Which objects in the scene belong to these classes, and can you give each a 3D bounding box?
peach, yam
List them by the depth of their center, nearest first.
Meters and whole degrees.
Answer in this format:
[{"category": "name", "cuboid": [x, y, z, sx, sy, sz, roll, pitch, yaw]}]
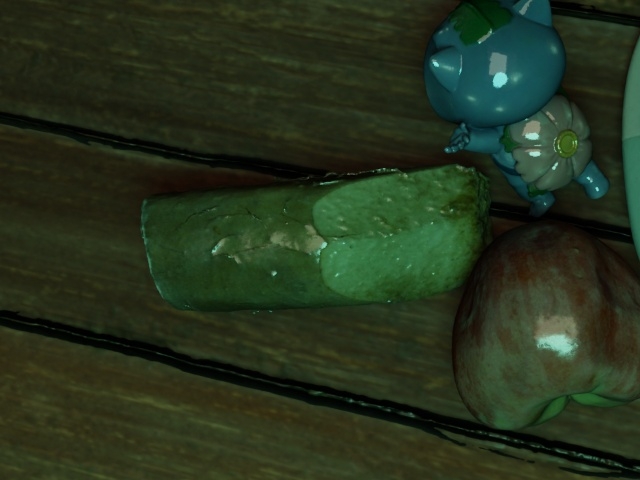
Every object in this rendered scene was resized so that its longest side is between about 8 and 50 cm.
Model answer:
[{"category": "peach", "cuboid": [0.166, 0.057, 0.944, 0.152, 0.152, 0.152, -1, 85, 13]}, {"category": "yam", "cuboid": [0.000, 0.000, 0.996, 0.259, 0.106, 0.106, -5, 84, 14]}]

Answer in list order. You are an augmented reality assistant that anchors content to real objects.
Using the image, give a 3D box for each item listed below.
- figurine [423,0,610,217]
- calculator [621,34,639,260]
[{"category": "figurine", "cuboid": [0.139, -0.103, 0.969, 0.114, 0.144, 0.178, -30, 114, 8]}, {"category": "calculator", "cuboid": [0.293, -0.060, 0.910, 0.184, 0.042, 0.295, -23, 61, 44]}]
